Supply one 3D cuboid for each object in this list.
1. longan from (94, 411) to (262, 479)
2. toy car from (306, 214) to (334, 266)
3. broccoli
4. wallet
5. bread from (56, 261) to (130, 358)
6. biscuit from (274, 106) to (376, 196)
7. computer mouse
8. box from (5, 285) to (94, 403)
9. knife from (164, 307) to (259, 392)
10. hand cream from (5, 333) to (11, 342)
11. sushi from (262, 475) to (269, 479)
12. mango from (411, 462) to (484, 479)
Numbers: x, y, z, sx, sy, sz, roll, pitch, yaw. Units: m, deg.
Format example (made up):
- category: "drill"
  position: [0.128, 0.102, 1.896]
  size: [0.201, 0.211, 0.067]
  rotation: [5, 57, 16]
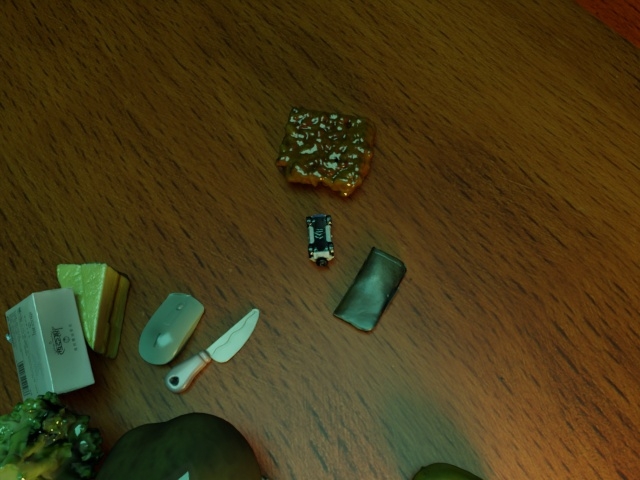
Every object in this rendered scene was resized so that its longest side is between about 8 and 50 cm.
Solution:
- category: "longan"
  position: [-0.330, 0.597, 1.252]
  size: [0.405, 0.336, 0.403]
  rotation: [-6, 72, 19]
- category: "toy car"
  position: [0.000, 0.000, 1.668]
  size: [0.080, 0.070, 0.170]
  rotation: [-5, 62, 1]
- category: "broccoli"
  position: [-0.674, 0.495, 1.205]
  size: [0.348, 0.281, 0.293]
  rotation: [16, 78, -20]
- category: "wallet"
  position: [0.156, 0.150, 1.610]
  size: [0.137, 0.031, 0.255]
  rotation: [28, 69, 15]
- category: "bread"
  position: [-0.678, 0.203, 1.556]
  size: [0.163, 0.167, 0.263]
  rotation: [-1, 66, 5]
- category: "biscuit"
  position: [0.020, -0.304, 1.794]
  size: [0.313, 0.110, 0.317]
  rotation: [11, 66, 6]
- category: "computer mouse"
  position: [-0.440, 0.255, 1.570]
  size: [0.128, 0.079, 0.230]
  rotation: [18, 63, 9]
- category: "box"
  position: [-0.740, 0.289, 1.458]
  size: [0.203, 0.116, 0.274]
  rotation: [-26, 77, 39]
- category: "knife"
  position: [-0.299, 0.320, 1.550]
  size: [0.336, 0.043, 0.081]
  rotation: [-38, 74, -16]
- category: "hand cream"
  position: [-0.857, 0.247, 1.613]
  size: [0.171, 0.043, 0.065]
  rotation: [-35, 68, -18]
- category: "sushi"
  position: [-0.114, 0.717, 1.352]
  size: [0.201, 0.031, 0.139]
  rotation: [35, 72, 21]
- category: "mango"
  position: [0.344, 0.643, 1.316]
  size: [0.251, 0.114, 0.156]
  rotation: [14, 59, 11]
